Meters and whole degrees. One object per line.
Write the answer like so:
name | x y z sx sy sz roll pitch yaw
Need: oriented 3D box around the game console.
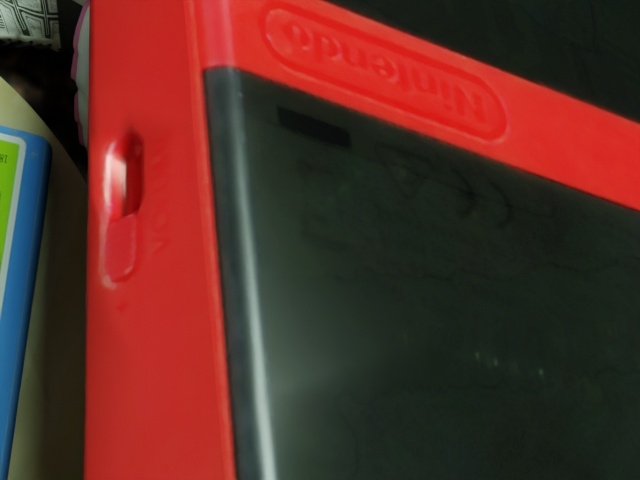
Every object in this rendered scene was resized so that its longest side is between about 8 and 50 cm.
game console | 0.105 0.013 0.534 0.386 0.060 0.342 17 53 -35

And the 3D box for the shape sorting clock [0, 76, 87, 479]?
shape sorting clock | -0.144 0.029 0.469 0.206 0.040 0.206 9 71 -27

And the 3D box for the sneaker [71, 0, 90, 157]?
sneaker | 0.000 0.000 0.537 0.072 0.077 0.178 -37 106 -37

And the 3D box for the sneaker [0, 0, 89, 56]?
sneaker | -0.089 -0.064 0.545 0.083 0.032 0.037 33 80 -21
